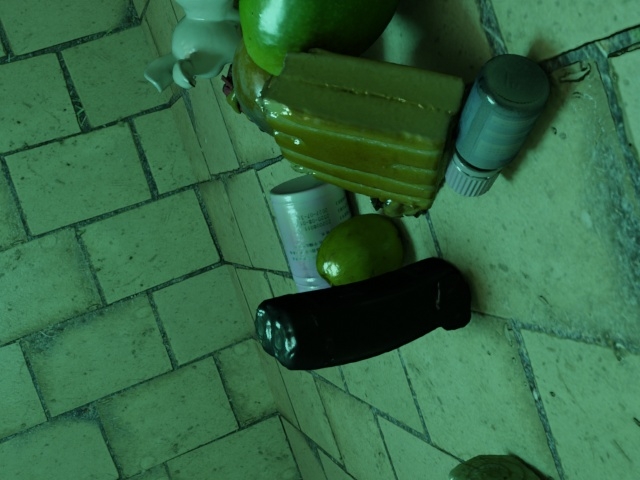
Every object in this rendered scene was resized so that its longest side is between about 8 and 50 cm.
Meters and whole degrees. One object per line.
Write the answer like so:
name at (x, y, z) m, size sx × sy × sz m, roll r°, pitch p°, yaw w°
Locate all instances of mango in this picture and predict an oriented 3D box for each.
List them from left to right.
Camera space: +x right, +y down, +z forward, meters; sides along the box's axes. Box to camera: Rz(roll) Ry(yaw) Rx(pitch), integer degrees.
mango at (-0.047, -0.270, 1.354) m, size 0.221 × 0.199 × 0.384 m, roll 47°, pitch 178°, yaw -1°
mango at (0.020, -0.373, 1.019) m, size 0.201 × 0.225 × 0.382 m, roll 56°, pitch 140°, yaw 26°

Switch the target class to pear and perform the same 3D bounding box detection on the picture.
pear at (0.073, 0.030, 1.424) m, size 0.149 × 0.162 × 0.149 m, roll 54°, pitch 167°, yaw 19°

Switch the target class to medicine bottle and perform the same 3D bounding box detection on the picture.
medicine bottle at (0.000, 0.000, 1.616) m, size 0.152 × 0.152 × 0.253 m, roll 29°, pitch 136°, yaw 65°
medicine bottle at (0.203, -0.129, 0.944) m, size 0.083 × 0.084 × 0.203 m, roll 62°, pitch 161°, yaw 22°

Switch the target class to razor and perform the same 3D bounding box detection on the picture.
razor at (0.069, 0.116, 1.241) m, size 0.189 × 0.327 × 0.107 m, roll -155°, pitch 53°, yaw -67°

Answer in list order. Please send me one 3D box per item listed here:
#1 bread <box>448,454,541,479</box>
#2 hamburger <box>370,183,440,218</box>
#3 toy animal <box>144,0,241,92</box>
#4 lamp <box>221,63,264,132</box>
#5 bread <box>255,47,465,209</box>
bread at (0.288, 0.429, 1.255) m, size 0.148 × 0.134 × 0.141 m, roll 8°, pitch 114°, yaw 58°
hamburger at (0.116, -0.091, 1.238) m, size 0.176 × 0.102 × 0.087 m, roll 117°, pitch 143°, yaw -68°
toy animal at (-0.263, -0.481, 1.746) m, size 0.183 × 0.247 × 0.310 m, roll 28°, pitch 121°, yaw 25°
lamp at (-0.143, -0.320, 1.743) m, size 0.253 × 0.118 × 0.118 m, roll -128°, pitch 23°, yaw -59°
bread at (0.056, -0.145, 1.066) m, size 0.239 × 0.246 × 0.111 m, roll 77°, pitch -151°, yaw -71°
